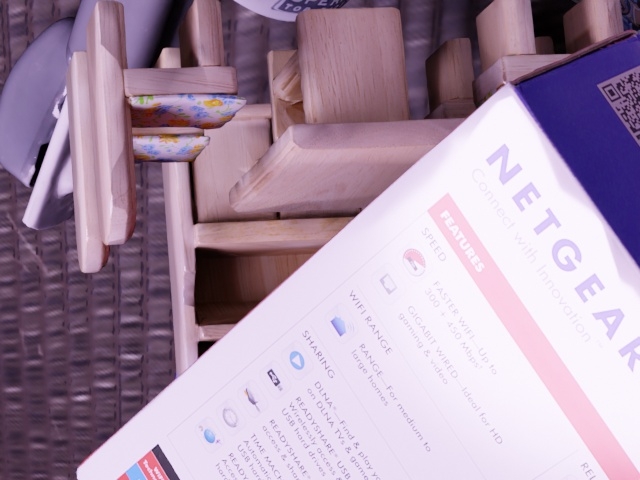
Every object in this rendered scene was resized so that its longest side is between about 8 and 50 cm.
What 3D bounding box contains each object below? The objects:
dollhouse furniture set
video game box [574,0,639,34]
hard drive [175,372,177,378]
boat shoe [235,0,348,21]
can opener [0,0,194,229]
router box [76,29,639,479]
[{"bbox_3d":[0.000,0.000,0.829,0.242,0.212,0.161,144,122,-74],"label":"dollhouse furniture set"},{"bbox_3d":[0.122,-0.172,0.732,0.187,0.048,0.205,42,153,24],"label":"video game box"},{"bbox_3d":[-0.007,0.221,1.115,0.210,0.040,0.319,27,128,24],"label":"hard drive"},{"bbox_3d":[-0.070,-0.278,0.801,0.367,0.136,0.156,56,130,15],"label":"boat shoe"},{"bbox_3d":[-0.113,-0.122,0.980,0.095,0.076,0.283,37,131,15],"label":"can opener"},{"bbox_3d":[0.093,0.147,0.690,0.301,0.082,0.335,-41,79,43],"label":"router box"}]
